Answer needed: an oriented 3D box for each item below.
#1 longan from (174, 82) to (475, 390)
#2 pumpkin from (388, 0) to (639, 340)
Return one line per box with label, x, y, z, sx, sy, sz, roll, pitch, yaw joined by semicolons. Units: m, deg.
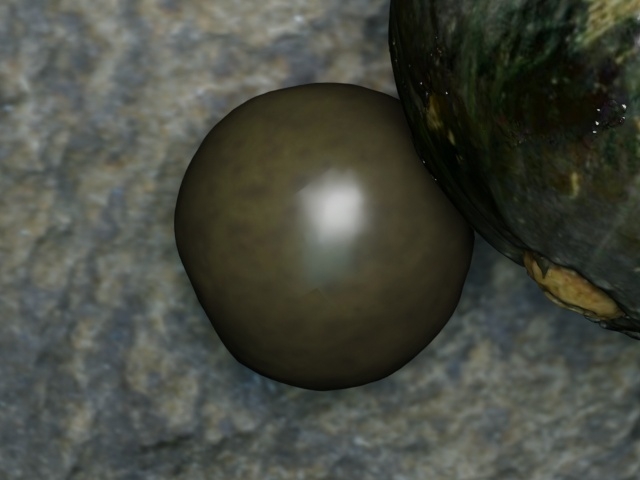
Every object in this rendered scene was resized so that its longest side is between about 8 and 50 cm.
longan;0.000;0.000;1.394;0.248;0.248;0.248;2;112;4
pumpkin;0.256;-0.099;1.214;0.454;0.454;0.344;36;73;-10
